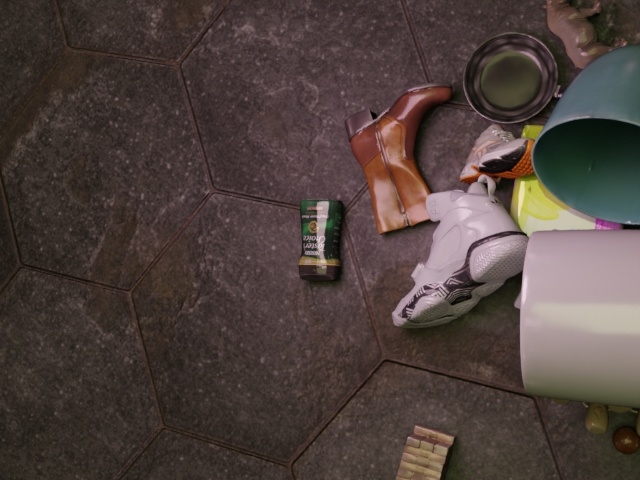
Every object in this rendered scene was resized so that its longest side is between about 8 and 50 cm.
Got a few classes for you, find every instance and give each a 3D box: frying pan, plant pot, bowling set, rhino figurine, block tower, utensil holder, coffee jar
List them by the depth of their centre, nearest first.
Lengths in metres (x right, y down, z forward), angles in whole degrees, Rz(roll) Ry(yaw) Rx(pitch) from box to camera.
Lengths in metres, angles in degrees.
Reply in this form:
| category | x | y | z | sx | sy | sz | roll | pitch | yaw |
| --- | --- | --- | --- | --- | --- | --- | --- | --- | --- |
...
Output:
| category | x | y | z | sx | sy | sz | roll | pitch | yaw |
| --- | --- | --- | --- | --- | --- | --- | --- | --- | --- |
| utensil holder | 0.562 | 0.139 | 1.469 | 0.385 | 0.327 | 0.328 | 1 | 85 | 21 |
| plant pot | 0.560 | -0.208 | 1.523 | 0.293 | 0.293 | 0.235 | 19 | 64 | 19 |
| bowling set | 0.586 | 0.306 | 1.657 | 0.287 | 0.200 | 0.154 | 6 | 46 | 17 |
| rhino figurine | 0.534 | -0.457 | 1.759 | 0.106 | 0.073 | 0.243 | -30 | 69 | 9 |
| block tower | 0.194 | 0.564 | 1.767 | 0.091 | 0.097 | 0.336 | 14 | 88 | 18 |
| frying pan | 0.467 | -0.349 | 1.783 | 0.326 | 0.053 | 0.197 | -3 | 84 | 16 |
| coffee jar | 0.000 | 0.000 | 1.890 | 0.096 | 0.079 | 0.184 | 0 | 85 | 18 |

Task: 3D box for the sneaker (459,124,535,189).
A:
| category | x | y | z | sx | sy | sz | roll | pitch | yaw |
| --- | --- | --- | --- | --- | --- | --- | --- | --- | --- |
| sneaker | 0.362 | -0.188 | 1.709 | 0.099 | 0.262 | 0.121 | 15 | 80 | -14 |

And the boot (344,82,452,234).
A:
| category | x | y | z | sx | sy | sz | roll | pitch | yaw |
| --- | --- | --- | --- | --- | --- | --- | --- | --- | --- |
| boot | 0.202 | -0.179 | 1.832 | 0.264 | 0.096 | 0.281 | -21 | 80 | 15 |

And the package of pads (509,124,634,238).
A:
| category | x | y | z | sx | sy | sz | roll | pitch | yaw |
| --- | --- | --- | --- | --- | --- | --- | --- | --- | --- |
| package of pads | 0.503 | -0.082 | 1.719 | 0.229 | 0.101 | 0.297 | 6 | 86 | 18 |

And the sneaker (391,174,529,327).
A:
| category | x | y | z | sx | sy | sz | roll | pitch | yaw |
| --- | --- | --- | --- | --- | --- | --- | --- | --- | --- |
| sneaker | 0.267 | 0.030 | 1.752 | 0.366 | 0.137 | 0.210 | -42 | 53 | 38 |

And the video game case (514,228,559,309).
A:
| category | x | y | z | sx | sy | sz | roll | pitch | yaw |
| --- | --- | --- | --- | --- | --- | --- | --- | --- | --- |
| video game case | 0.519 | 0.097 | 1.668 | 0.212 | 0.023 | 0.193 | 23 | 124 | 6 |
